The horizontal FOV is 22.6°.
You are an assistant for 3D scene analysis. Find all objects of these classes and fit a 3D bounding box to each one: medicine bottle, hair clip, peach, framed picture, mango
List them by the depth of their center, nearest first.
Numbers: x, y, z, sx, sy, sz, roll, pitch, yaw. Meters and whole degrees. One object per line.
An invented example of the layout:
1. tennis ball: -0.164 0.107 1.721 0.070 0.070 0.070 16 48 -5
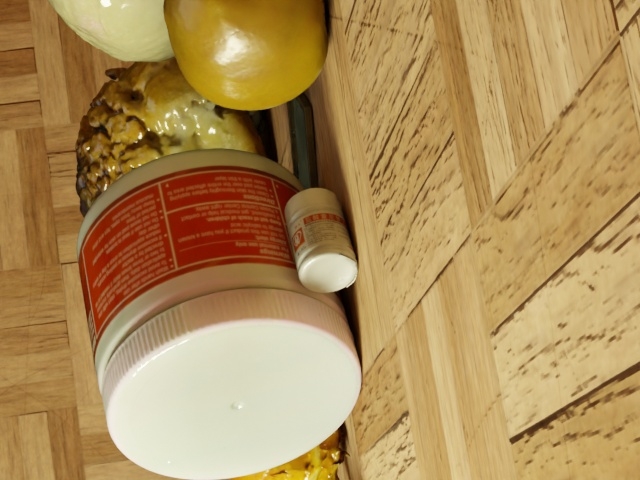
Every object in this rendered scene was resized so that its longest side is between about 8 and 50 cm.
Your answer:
1. peach: -0.069 -0.242 1.462 0.251 0.153 0.251 179 90 -83
2. medicine bottle: 0.000 0.000 1.501 0.057 0.057 0.089 91 169 -46
3. medicine bottle: -0.106 0.071 1.595 0.253 0.252 0.241 91 167 -47
4. framed picture: -0.017 -0.068 1.745 0.136 0.010 0.201 -118 21 -67
5. mango: -0.053 0.184 1.755 0.154 0.126 0.252 -63 35 39
6. hair clip: -0.101 -0.183 2.120 0.172 0.049 0.116 102 155 -61

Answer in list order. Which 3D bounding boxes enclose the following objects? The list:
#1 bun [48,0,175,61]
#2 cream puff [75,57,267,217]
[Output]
1. bun: -0.199 -0.348 1.660 0.361 0.213 0.361 -8 -90 -76
2. cream puff: -0.199 -0.077 2.074 0.327 0.231 0.343 -126 19 -51
